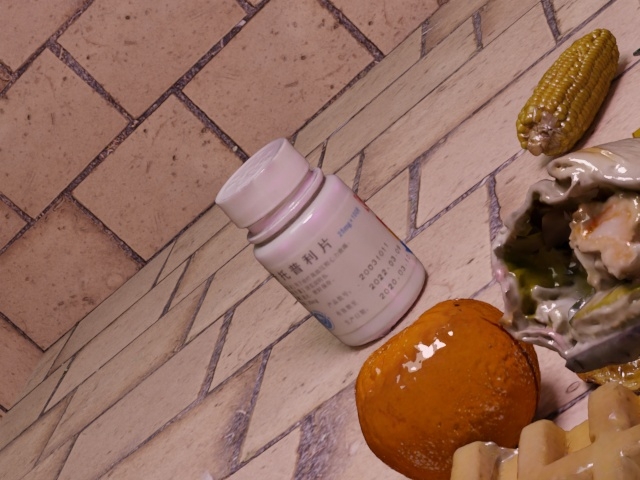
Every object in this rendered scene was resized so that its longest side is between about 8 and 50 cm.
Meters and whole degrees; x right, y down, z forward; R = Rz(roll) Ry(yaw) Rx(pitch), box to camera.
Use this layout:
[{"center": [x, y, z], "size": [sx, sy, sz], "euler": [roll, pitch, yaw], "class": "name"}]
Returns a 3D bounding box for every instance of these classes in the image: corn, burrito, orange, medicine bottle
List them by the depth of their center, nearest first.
[{"center": [0.278, -0.009, 0.776], "size": [0.332, 0.135, 0.190], "euler": [-9, -29, -46], "class": "burrito"}, {"center": [0.127, 0.151, 1.044], "size": [0.193, 0.161, 0.193], "euler": [-45, 2, 2], "class": "orange"}, {"center": [0.354, -0.209, 1.513], "size": [0.097, 0.097, 0.261], "euler": [-24, 24, 53], "class": "corn"}, {"center": [0.000, 0.000, 1.516], "size": [0.170, 0.293, 0.170], "euler": [-40, 15, 13], "class": "medicine bottle"}]

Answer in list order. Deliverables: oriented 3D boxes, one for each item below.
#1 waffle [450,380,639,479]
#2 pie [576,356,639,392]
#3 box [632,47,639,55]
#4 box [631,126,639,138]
[{"center": [0.223, 0.218, 0.770], "size": [0.348, 0.077, 0.304], "euler": [-36, 18, 30], "class": "waffle"}, {"center": [0.289, 0.104, 0.983], "size": [0.092, 0.034, 0.170], "euler": [-47, 21, -15], "class": "pie"}, {"center": [0.453, -0.136, 0.827], "size": [0.337, 0.106, 0.264], "euler": [-9, 3, -20], "class": "box"}, {"center": [0.443, -0.151, 1.262], "size": [0.155, 0.023, 0.087], "euler": [-38, 19, 25], "class": "box"}]
